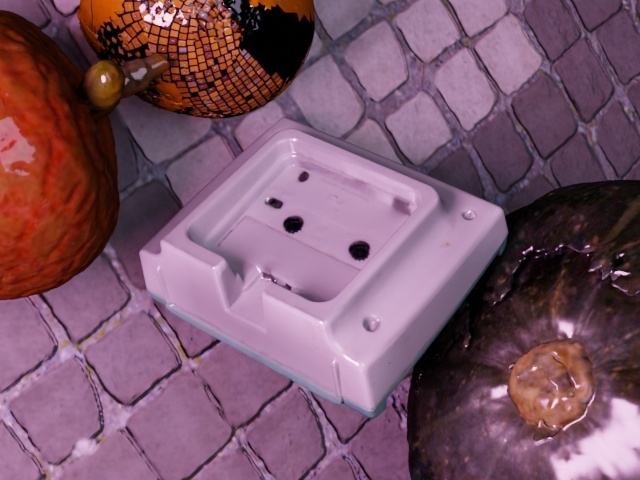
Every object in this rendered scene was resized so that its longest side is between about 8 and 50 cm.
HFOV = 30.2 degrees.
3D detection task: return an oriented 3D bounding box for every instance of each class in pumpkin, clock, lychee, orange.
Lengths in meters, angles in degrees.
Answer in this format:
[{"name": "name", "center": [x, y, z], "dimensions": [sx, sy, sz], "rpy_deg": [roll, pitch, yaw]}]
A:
[{"name": "pumpkin", "center": [0.286, 0.162, 1.116], "dimensions": [0.344, 0.454, 0.454], "rpy_deg": [13, 76, -45]}, {"name": "clock", "center": [0.000, 0.000, 1.062], "dimensions": [0.231, 0.262, 0.116], "rpy_deg": [-49, 149, -27]}, {"name": "lychee", "center": [-0.256, -0.067, 0.932], "dimensions": [0.300, 0.255, 0.255], "rpy_deg": [-15, 91, -2]}, {"name": "orange", "center": [-0.108, -0.221, 1.064], "dimensions": [0.234, 0.182, 0.234], "rpy_deg": [41, 27, -26]}]
